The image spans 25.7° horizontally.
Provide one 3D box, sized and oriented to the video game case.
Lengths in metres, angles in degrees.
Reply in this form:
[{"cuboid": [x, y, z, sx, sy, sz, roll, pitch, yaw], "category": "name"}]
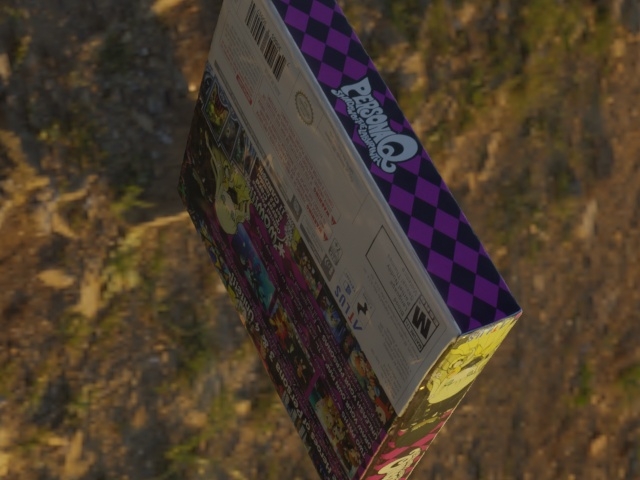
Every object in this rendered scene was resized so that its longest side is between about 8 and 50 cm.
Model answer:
[{"cuboid": [0.000, 0.000, 0.730, 0.042, 0.210, 0.232, -16, 62, -25], "category": "video game case"}]
